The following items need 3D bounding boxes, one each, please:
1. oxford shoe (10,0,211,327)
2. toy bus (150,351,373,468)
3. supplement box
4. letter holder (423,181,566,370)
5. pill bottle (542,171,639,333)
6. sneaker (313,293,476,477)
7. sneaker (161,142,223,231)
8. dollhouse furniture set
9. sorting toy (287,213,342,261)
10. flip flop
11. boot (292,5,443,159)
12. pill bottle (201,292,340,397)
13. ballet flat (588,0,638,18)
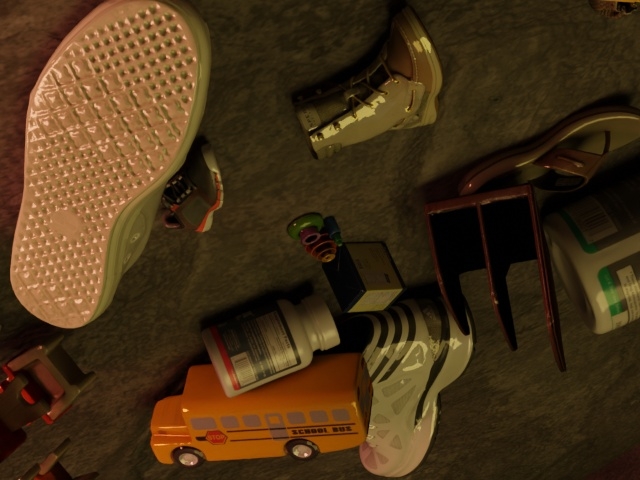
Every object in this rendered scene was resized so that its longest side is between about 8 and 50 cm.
[{"bbox_3d":[-0.220,-0.092,1.523,0.130,0.169,0.449,-58,176,-49],"label":"oxford shoe"},{"bbox_3d":[-0.092,0.251,2.163,0.333,0.108,0.130,-6,131,14],"label":"toy bus"},{"bbox_3d":[0.062,0.052,2.058,0.083,0.083,0.056,-1,145,-38],"label":"supplement box"},{"bbox_3d":[0.256,0.078,2.060,0.152,0.214,0.302,-11,161,9],"label":"letter holder"},{"bbox_3d":[0.538,-0.018,2.202,0.361,0.204,0.204,-24,154,-1],"label":"pill bottle"},{"bbox_3d":[0.067,0.243,2.374,0.258,0.169,0.447,-4,140,-20],"label":"sneaker"},{"bbox_3d":[-0.155,-0.054,1.711,0.065,0.061,0.158,-8,149,-18],"label":"sneaker"},{"bbox_3d":[-0.402,0.225,1.820,0.135,0.262,0.259,-38,-178,28],"label":"dollhouse furniture set"},{"bbox_3d":[0.000,0.000,1.957,0.061,0.042,0.102,-31,153,11],"label":"sorting toy"},{"bbox_3d":[0.325,-0.102,2.004,0.277,0.080,0.112,-23,153,-3],"label":"flip flop"},{"bbox_3d":[0.050,-0.171,1.651,0.165,0.077,0.213,-20,156,-6],"label":"boot"},{"bbox_3d":[-0.070,0.145,2.090,0.180,0.108,0.108,-21,153,-7],"label":"pill bottle"},{"bbox_3d":[0.348,-0.330,1.630,0.084,0.058,0.250,-19,153,-13],"label":"ballet flat"}]
